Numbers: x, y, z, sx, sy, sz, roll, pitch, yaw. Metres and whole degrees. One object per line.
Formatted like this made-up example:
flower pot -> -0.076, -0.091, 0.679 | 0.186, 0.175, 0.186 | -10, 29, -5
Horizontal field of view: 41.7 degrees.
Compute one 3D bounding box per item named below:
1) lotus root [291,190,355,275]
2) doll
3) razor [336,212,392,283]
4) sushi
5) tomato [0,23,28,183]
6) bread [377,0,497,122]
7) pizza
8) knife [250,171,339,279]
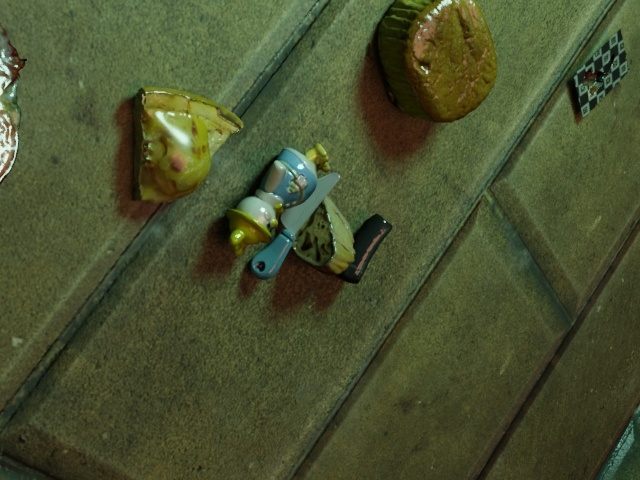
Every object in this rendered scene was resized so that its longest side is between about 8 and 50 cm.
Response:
lotus root -> 0.004, 0.001, 1.598 | 0.135, 0.095, 0.159 | 43, 37, -48
doll -> -0.082, -0.075, 1.479 | 0.098, 0.135, 0.241 | 43, 74, -14
razor -> 0.085, 0.016, 1.672 | 0.054, 0.090, 0.148 | 34, 83, -11
sushi -> 0.688, -0.418, 2.082 | 0.201, 0.031, 0.139 | -43, 131, -17
tomato -> -0.514, -0.168, 1.003 | 0.309, 0.170, 0.309 | 20, 57, -35
bread -> 0.228, -0.360, 1.615 | 0.227, 0.142, 0.253 | -37, 130, -16
pizza -> -0.206, -0.146, 1.349 | 0.204, 0.080, 0.188 | -4, 110, -42
knife -> -0.051, -0.034, 1.550 | 0.244, 0.058, 0.032 | -56, 159, -8
